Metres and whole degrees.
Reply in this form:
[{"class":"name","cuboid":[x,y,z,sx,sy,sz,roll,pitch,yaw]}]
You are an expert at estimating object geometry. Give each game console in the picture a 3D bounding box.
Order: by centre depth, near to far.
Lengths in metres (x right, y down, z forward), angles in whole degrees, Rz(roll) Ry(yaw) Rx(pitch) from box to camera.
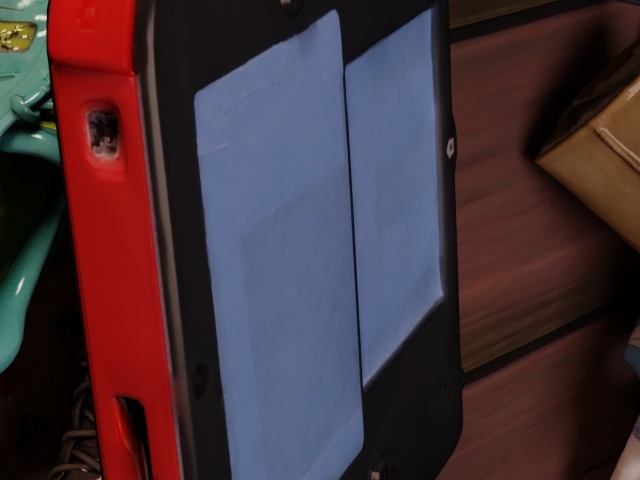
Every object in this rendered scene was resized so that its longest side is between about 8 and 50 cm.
[{"class":"game console","cuboid":[0.000,0.000,0.742,0.342,0.060,0.387,-36,129,-55]}]

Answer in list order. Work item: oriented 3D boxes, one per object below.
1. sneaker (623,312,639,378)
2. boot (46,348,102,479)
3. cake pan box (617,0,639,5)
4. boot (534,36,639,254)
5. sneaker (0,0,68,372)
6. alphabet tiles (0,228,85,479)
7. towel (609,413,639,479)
[{"class":"sneaker","cuboid":[0.314,0.073,1.228,0.086,0.085,0.237,-43,154,27]},{"class":"boot","cuboid":[-0.099,0.064,0.727,0.263,0.091,0.229,-53,151,-65]},{"class":"cake pan box","cuboid":[0.176,-0.256,0.791,0.070,0.245,0.267,1,106,-50]},{"class":"boot","cuboid":[0.245,0.021,1.057,0.269,0.089,0.236,42,97,-16]},{"class":"sneaker","cuboid":[-0.121,-0.064,0.665,0.107,0.110,0.275,23,85,-42]},{"class":"alphabet tiles","cuboid":[-0.180,0.046,0.743,0.237,0.009,0.198,-37,132,-28]},{"class":"towel","cuboid":[0.281,0.236,1.255,0.209,0.034,0.285,-8,125,-43]}]
